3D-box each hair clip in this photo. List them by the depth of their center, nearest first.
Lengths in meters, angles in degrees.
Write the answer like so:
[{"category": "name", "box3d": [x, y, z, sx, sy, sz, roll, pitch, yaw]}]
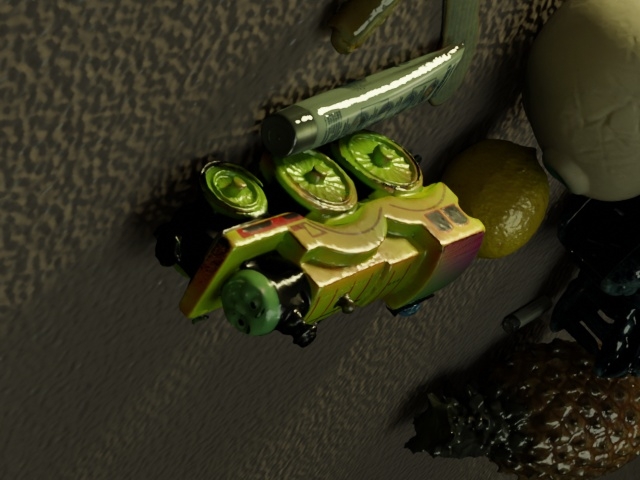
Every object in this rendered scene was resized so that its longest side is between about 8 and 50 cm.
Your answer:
[{"category": "hair clip", "box3d": [0.393, 0.026, 1.978, 0.206, 0.194, 0.310, -31, 151, -14]}]

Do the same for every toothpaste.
[{"category": "toothpaste", "box3d": [0.042, -0.116, 1.322, 0.239, 0.039, 0.062, -25, 152, -45]}]

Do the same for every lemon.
[{"category": "lemon", "box3d": [0.168, -0.039, 1.565, 0.133, 0.109, 0.109, -55, 156, 1]}]

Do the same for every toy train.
[{"category": "toy train", "box3d": [0.000, 0.000, 1.284, 0.296, 0.160, 0.100, -18, 150, -48]}]

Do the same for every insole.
[{"category": "insole", "box3d": [0.120, -0.182, 1.395, 0.064, 0.004, 0.188, -38, 155, -24]}]

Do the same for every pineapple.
[{"category": "pineapple", "box3d": [0.262, 0.236, 2.061, 0.362, 0.202, 0.202, -6, 133, -44]}]

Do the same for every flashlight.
[{"category": "flashlight", "box3d": [0.268, 0.095, 2.053, 0.083, 0.018, 0.018, -26, 150, -39]}]

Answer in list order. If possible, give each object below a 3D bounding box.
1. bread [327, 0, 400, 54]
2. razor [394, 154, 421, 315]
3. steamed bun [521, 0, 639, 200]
[{"category": "bread", "box3d": [0.038, -0.182, 1.222, 0.088, 0.033, 0.049, -47, 171, 9]}, {"category": "razor", "box3d": [0.080, 0.011, 1.581, 0.082, 0.042, 0.253, -42, 157, -17]}, {"category": "steamed bun", "box3d": [0.262, -0.135, 1.516, 0.130, 0.177, 0.228, -9, 144, -2]}]
